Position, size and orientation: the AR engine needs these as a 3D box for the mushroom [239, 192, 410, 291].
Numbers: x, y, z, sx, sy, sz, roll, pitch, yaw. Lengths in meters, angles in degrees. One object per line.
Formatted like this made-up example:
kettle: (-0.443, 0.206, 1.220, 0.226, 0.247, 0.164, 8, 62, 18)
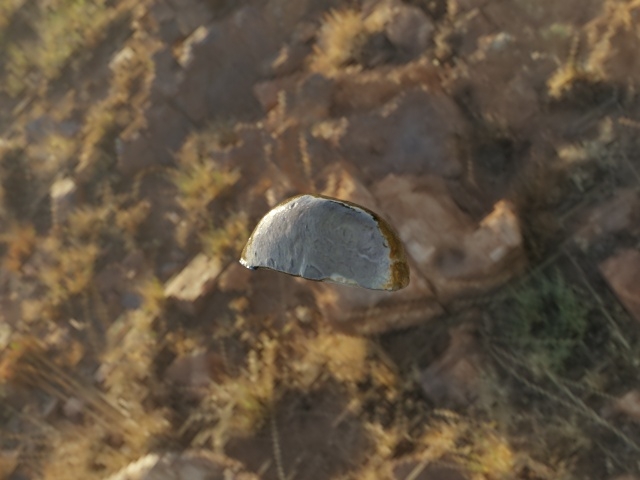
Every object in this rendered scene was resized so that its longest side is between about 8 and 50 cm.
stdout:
mushroom: (-0.002, 0.000, 1.456, 0.210, 0.072, 0.094, 15, 95, 37)
